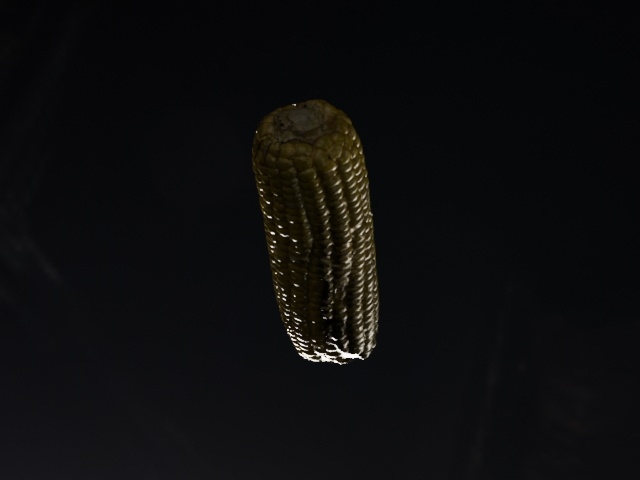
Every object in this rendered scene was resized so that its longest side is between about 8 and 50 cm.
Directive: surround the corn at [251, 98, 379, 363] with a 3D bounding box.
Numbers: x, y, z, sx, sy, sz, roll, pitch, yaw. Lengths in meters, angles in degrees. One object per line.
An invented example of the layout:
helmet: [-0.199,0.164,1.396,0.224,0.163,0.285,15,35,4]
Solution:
corn: [0.000,0.000,1.219,0.072,0.072,0.203,-64,-24,-43]
